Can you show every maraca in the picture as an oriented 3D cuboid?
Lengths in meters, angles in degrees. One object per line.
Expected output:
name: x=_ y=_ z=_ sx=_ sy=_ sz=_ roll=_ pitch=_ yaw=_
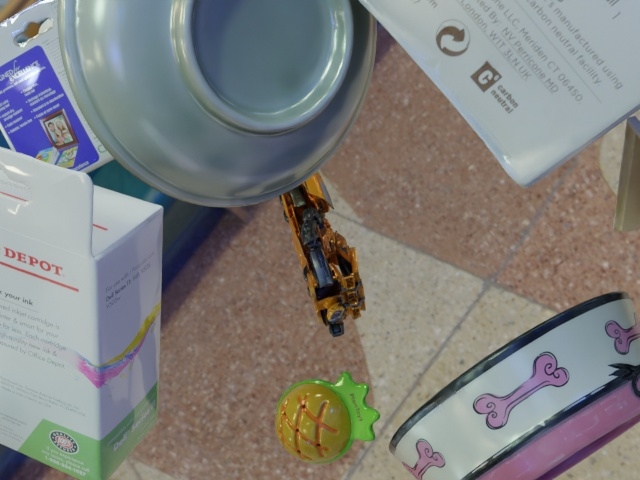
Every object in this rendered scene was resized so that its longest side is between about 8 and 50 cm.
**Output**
maraca: x=0.007 y=0.265 z=1.194 sx=0.185 sy=0.099 sz=0.127 roll=-28 pitch=83 yaw=32

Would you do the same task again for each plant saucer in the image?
plant saucer: x=-0.075 y=-0.228 z=0.877 sx=0.400 sy=0.400 sz=0.100 roll=-55 pitch=35 yaw=-11

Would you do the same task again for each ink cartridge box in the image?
ink cartridge box: x=-0.272 y=0.050 z=0.801 sx=0.207 sy=0.353 sz=0.119 roll=18 pitch=31 yaw=16
ink cartridge box: x=-0.310 y=-0.190 z=0.993 sx=0.206 sy=0.208 sz=0.045 roll=-25 pitch=9 yaw=12

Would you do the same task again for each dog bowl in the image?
dog bowl: x=0.306 y=0.250 z=1.129 sx=0.408 sy=0.408 sz=0.150 roll=-38 pitch=65 yaw=13

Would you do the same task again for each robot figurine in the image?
robot figurine: x=0.000 y=0.000 z=1.224 sx=0.085 sy=0.211 sz=0.291 roll=-17 pitch=52 yaw=-2

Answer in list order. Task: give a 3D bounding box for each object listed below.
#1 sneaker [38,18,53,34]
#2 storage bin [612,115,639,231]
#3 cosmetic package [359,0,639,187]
sneaker: x=-0.357 y=-0.288 z=1.204 sx=0.237 sy=0.085 sz=0.086 roll=22 pitch=45 yaw=34
storage bin: x=0.504 y=-0.003 z=1.033 sx=0.123 sy=0.260 sz=0.262 roll=-20 pitch=52 yaw=-1
cosmetic package: x=0.292 y=-0.326 z=0.924 sx=0.327 sy=0.329 sz=0.393 roll=-40 pitch=1 yaw=34
